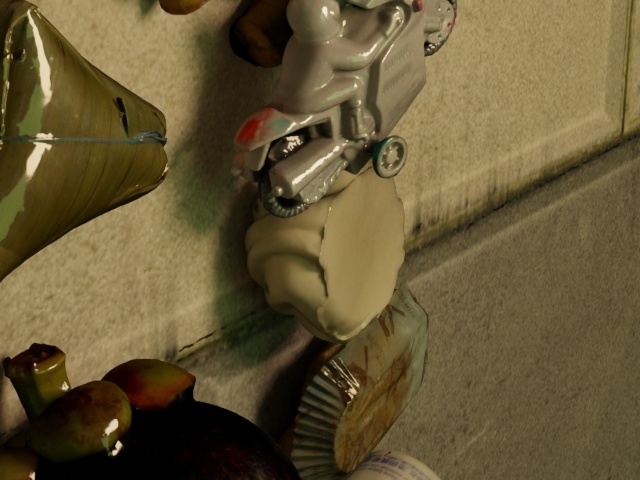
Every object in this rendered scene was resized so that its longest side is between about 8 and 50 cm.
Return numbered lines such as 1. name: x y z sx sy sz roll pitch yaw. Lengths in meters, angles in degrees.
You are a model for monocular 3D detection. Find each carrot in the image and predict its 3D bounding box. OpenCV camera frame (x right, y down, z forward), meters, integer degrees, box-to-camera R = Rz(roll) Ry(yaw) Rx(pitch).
1. carrot: 0.007 -0.240 1.573 0.260 0.070 0.070 -52 141 -37

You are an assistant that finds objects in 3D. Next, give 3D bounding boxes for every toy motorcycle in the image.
1. toy motorcycle: 0.016 -0.148 1.485 0.260 0.110 0.171 -50 138 -15

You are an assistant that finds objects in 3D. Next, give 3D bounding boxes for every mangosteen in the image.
1. mangosteen: -0.147 0.212 1.319 0.275 0.275 0.302 -31 93 -52

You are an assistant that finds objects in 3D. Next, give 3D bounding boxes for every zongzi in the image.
1. zongzi: -0.195 -0.015 1.228 0.228 0.115 0.256 36 55 -60

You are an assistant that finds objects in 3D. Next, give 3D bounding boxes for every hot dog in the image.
1. hot dog: 0.034 0.140 1.742 0.270 0.082 0.163 -41 143 -57

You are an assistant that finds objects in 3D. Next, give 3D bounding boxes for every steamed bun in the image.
1. steamed bun: 0.000 0.000 1.606 0.183 0.106 0.183 -21 115 -58

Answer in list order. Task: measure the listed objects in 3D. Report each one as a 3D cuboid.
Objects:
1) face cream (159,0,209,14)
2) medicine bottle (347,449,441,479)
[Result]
1. face cream: -0.129 -0.251 1.346 0.182 0.051 0.072 68 30 -45
2. medicine bottle: -0.009 0.336 1.670 0.341 0.130 0.130 -37 131 -45
